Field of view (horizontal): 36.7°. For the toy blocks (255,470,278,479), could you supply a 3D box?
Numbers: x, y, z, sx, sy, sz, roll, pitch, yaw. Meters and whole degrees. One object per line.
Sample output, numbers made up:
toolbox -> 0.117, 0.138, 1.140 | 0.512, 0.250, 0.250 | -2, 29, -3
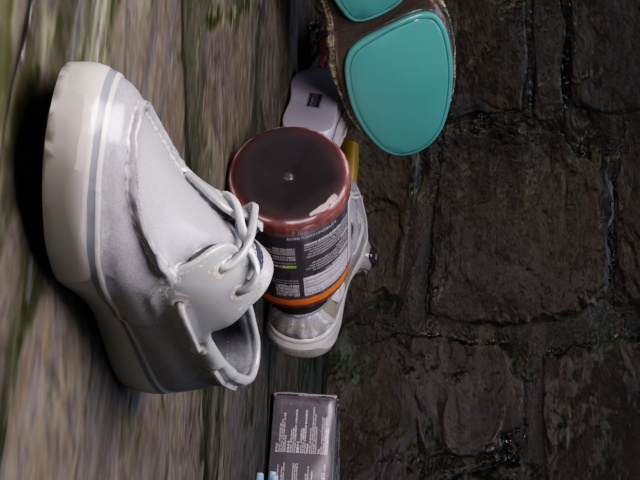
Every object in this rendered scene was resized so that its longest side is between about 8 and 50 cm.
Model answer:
toy blocks -> -0.059, 0.315, 0.967 | 0.123, 0.054, 0.148 | 34, 59, -87

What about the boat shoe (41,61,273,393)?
boat shoe -> -0.060, 0.005, 0.424 | 0.227, 0.081, 0.079 | 88, 6, -60

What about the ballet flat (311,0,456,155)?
ballet flat -> 0.057, -0.299, 1.161 | 0.483, 0.164, 0.182 | 58, 11, -58

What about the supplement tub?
supplement tub -> -0.024, -0.007, 0.873 | 0.198, 0.106, 0.106 | 89, 5, -59

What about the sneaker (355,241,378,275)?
sneaker -> 0.017, 0.019, 1.393 | 0.229, 0.132, 0.086 | -63, 156, -83

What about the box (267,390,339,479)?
box -> -0.024, 0.425, 1.354 | 0.318, 0.097, 0.395 | 87, 6, -76

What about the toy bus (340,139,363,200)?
toy bus -> 0.019, -0.071, 1.606 | 0.191, 0.104, 0.202 | -82, 174, -56

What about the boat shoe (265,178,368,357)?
boat shoe -> -0.003, 0.000, 1.212 | 0.320, 0.118, 0.103 | -74, 172, -47

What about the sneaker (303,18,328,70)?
sneaker -> 0.021, -0.313, 1.553 | 0.112, 0.120, 0.299 | 63, 9, -7

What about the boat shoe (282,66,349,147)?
boat shoe -> -0.007, -0.164, 1.316 | 0.258, 0.095, 0.084 | -62, 161, -57
